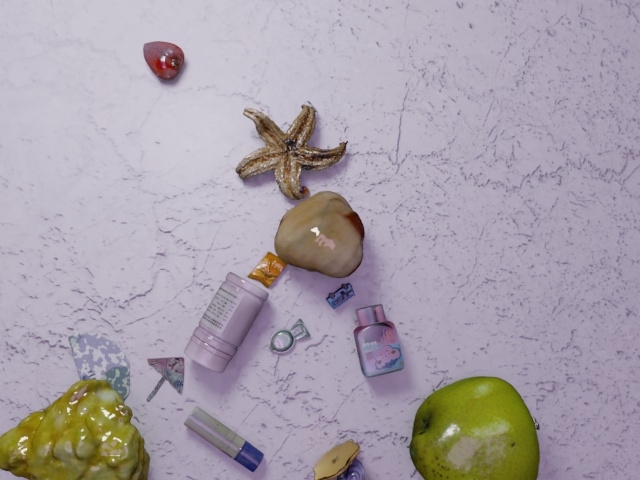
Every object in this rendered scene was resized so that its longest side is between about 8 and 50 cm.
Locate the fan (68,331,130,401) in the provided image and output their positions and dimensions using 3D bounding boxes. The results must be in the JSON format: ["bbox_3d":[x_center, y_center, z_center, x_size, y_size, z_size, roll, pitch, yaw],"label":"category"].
[{"bbox_3d":[-0.603,0.346,1.444,0.131,0.009,0.240,-38,88,-9],"label":"fan"}]

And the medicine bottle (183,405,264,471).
[{"bbox_3d":[-0.263,0.542,1.427,0.231,0.059,0.059,36,82,0],"label":"medicine bottle"}]

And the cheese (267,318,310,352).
[{"bbox_3d":[-0.094,0.277,1.489,0.121,0.026,0.067,-29,87,-8],"label":"cheese"}]

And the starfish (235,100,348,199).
[{"bbox_3d":[-0.096,-0.276,1.517,0.312,0.113,0.303,31,84,-10],"label":"starfish"}]

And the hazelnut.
[{"bbox_3d":[0.000,0.000,1.448,0.261,0.241,0.261,6,54,-9],"label":"hazelnut"}]

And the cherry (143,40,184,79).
[{"bbox_3d":[-0.451,-0.529,1.522,0.106,0.087,0.126,-40,70,-2],"label":"cherry"}]

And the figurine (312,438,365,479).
[{"bbox_3d":[0.097,0.695,1.396,0.257,0.181,0.208,55,42,1],"label":"figurine"}]

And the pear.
[{"bbox_3d":[0.394,0.549,1.400,0.318,0.238,0.342,2,83,-13],"label":"pear"}]

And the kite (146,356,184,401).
[{"bbox_3d":[-0.438,0.380,1.457,0.137,0.005,0.152,44,82,3],"label":"kite"}]

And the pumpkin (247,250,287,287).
[{"bbox_3d":[-0.153,0.084,1.503,0.073,0.035,0.101,36,84,2],"label":"pumpkin"}]

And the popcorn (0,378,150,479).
[{"bbox_3d":[-0.586,0.541,1.286,0.292,0.293,0.334,-34,89,-38],"label":"popcorn"}]

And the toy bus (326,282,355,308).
[{"bbox_3d":[0.059,0.159,1.511,0.083,0.038,0.046,-34,92,-7],"label":"toy bus"}]

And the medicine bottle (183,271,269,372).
[{"bbox_3d":[-0.255,0.222,1.429,0.133,0.133,0.249,28,82,-1],"label":"medicine bottle"}]

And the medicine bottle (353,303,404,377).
[{"bbox_3d":[0.158,0.279,1.477,0.119,0.094,0.188,-11,85,-5],"label":"medicine bottle"}]
